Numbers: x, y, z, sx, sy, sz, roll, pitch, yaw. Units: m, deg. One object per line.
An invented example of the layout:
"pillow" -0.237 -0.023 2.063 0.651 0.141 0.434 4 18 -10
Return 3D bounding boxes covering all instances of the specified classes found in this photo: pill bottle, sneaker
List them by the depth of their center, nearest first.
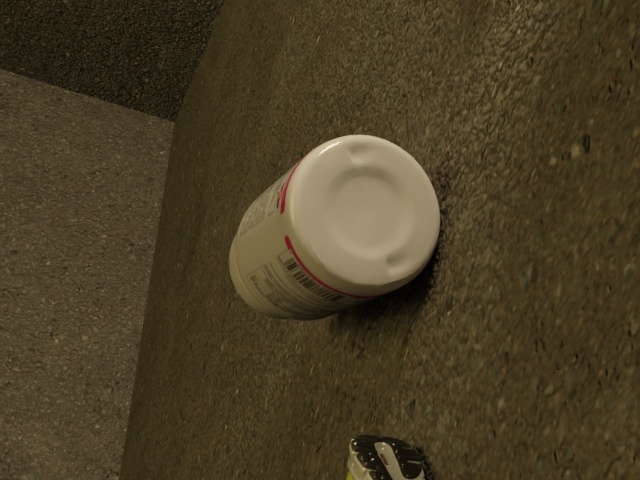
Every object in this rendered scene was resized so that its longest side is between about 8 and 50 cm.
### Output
"sneaker" 0.061 0.248 0.870 0.208 0.081 0.094 -103 25 -71
"pill bottle" 0.000 0.000 1.136 0.283 0.160 0.160 150 134 -67
